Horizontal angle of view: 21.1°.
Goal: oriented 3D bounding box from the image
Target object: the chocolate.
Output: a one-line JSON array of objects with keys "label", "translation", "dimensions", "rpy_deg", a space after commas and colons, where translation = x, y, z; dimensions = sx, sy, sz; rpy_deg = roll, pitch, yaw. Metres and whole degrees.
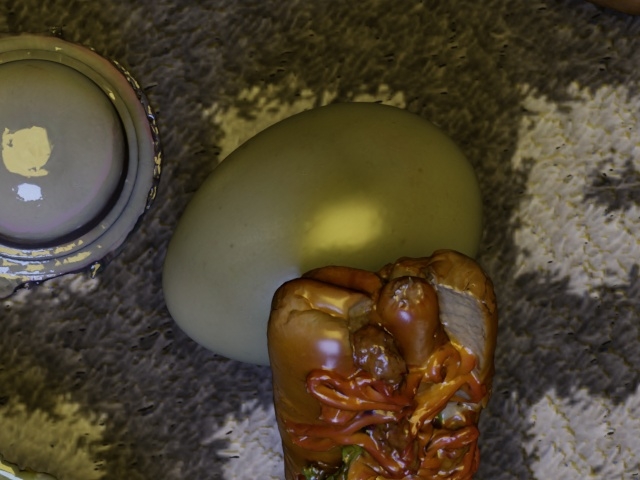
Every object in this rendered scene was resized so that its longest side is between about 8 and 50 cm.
[{"label": "chocolate", "translation": [-0.225, -0.062, 1.307], "dimensions": [0.221, 0.147, 0.221], "rpy_deg": [0, 93, -3]}]

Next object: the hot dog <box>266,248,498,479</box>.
[{"label": "hot dog", "translation": [0.046, 0.130, 1.228], "dimensions": [0.158, 0.349, 0.117], "rpy_deg": [-11, 58, -7]}]

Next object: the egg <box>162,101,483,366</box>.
[{"label": "egg", "translation": [0.000, 0.000, 1.295], "dimensions": [0.254, 0.188, 0.188], "rpy_deg": [-27, 90, 3]}]

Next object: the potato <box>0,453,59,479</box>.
[{"label": "potato", "translation": [-0.269, 0.317, 1.288], "dimensions": [0.280, 0.213, 0.330], "rpy_deg": [-18, 80, -21]}]

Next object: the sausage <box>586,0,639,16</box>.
[{"label": "sausage", "translation": [0.385, -0.202, 1.356], "dimensions": [0.501, 0.123, 0.136], "rpy_deg": [18, 117, -2]}]
